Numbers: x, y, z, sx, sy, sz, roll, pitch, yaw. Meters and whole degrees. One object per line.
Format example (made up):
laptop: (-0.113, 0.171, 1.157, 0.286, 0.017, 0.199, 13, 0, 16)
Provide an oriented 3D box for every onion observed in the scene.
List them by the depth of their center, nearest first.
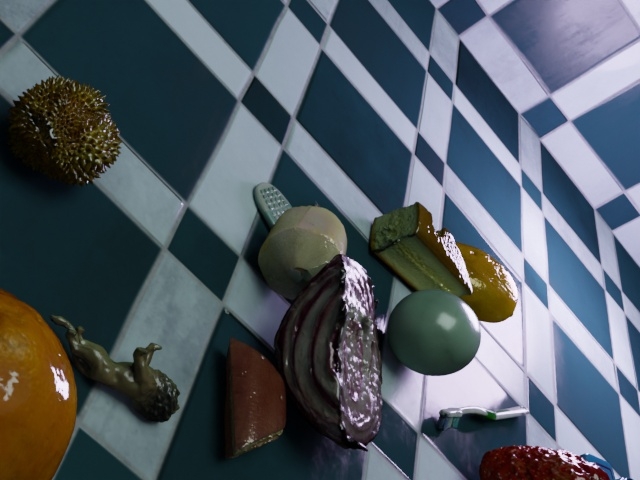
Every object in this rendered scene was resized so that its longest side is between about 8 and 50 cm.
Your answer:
onion: (0.021, 0.196, 1.554, 0.280, 0.146, 0.314, 45, 40, -67)

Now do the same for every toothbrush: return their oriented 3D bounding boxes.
toothbrush: (0.354, 0.365, 2.003, 0.418, 0.042, 0.040, 8, 96, -55)

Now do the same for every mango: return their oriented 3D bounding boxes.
mango: (0.348, 0.089, 2.183, 0.317, 0.119, 0.176, 34, 43, -31)

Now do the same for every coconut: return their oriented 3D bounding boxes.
coconut: (-0.027, 0.026, 1.622, 0.147, 0.147, 0.152, 49, 26, -17)

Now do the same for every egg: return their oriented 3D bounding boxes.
egg: (0.224, 0.181, 1.844, 0.231, 0.168, 0.168, 23, 44, -53)

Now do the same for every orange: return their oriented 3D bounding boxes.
orange: (-0.358, 0.156, 0.863, 0.261, 0.261, 0.261, 38, 34, -33)

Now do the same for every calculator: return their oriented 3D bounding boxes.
calculator: (-0.072, -0.041, 1.749, 0.153, 0.021, 0.095, 60, 29, 4)

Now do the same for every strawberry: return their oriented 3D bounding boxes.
strawberry: (0.415, 0.496, 1.791, 0.277, 0.257, 0.257, 33, 15, 32)

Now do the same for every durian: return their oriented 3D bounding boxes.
durian: (-0.352, -0.149, 1.305, 0.158, 0.137, 0.168, 34, 22, -2)

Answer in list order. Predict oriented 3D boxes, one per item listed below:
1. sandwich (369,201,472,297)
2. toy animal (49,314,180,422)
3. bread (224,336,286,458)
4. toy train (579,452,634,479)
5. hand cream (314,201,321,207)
sandwich: (0.224, 0.037, 2.042, 0.236, 0.122, 0.128, 45, 35, -29)
toy animal: (-0.255, 0.155, 1.216, 0.220, 0.086, 0.069, 41, -6, -20)
bread: (-0.093, 0.243, 1.392, 0.119, 0.067, 0.192, 33, 38, -39)
toy train: (0.575, 0.611, 1.972, 0.265, 0.188, 0.300, 27, 42, -37)
hand cream: (0.000, 0.000, 1.809, 0.067, 0.043, 0.209, 49, 24, -21)
